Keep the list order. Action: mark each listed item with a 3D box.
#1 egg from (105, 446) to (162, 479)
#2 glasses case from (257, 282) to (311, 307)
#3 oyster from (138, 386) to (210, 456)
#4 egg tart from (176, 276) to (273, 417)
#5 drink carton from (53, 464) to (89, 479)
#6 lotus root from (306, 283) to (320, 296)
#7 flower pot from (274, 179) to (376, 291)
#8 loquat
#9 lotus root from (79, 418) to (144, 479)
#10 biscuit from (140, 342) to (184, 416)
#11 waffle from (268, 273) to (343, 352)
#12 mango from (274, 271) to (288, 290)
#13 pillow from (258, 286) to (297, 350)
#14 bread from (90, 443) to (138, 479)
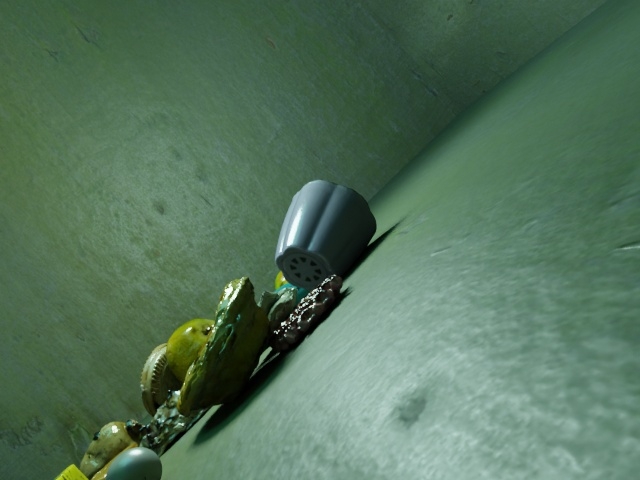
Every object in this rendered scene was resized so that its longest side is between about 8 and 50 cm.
[{"bbox_3d":[-0.381,0.480,1.401,0.135,0.103,0.103,-43,2,26],"label":"egg"},{"bbox_3d":[-0.158,0.215,2.047,0.117,0.070,0.301,-20,9,40],"label":"glasses case"},{"bbox_3d":[-0.352,0.427,1.877,0.396,0.111,0.204,-47,-1,-1],"label":"oyster"},{"bbox_3d":[-0.212,0.257,1.592,0.352,0.150,0.352,-155,90,-86],"label":"egg tart"},{"bbox_3d":[-0.650,0.691,1.561,0.351,0.154,0.111,-43,2,5],"label":"drink carton"},{"bbox_3d":[-0.006,0.143,1.815,0.083,0.037,0.030,-44,6,-7],"label":"lotus root"},{"bbox_3d":[0.000,0.000,1.938,0.265,0.265,0.243,-41,14,45],"label":"flower pot"},{"bbox_3d":[-0.360,0.353,2.069,0.213,0.213,0.246,-47,-17,-51],"label":"loquat"},{"bbox_3d":[-0.629,0.642,2.078,0.257,0.154,0.140,-48,9,-12],"label":"lotus root"},{"bbox_3d":[-0.469,0.443,2.140,0.079,0.259,0.259,-2,22,23],"label":"biscuit"},{"bbox_3d":[-0.030,0.169,1.608,0.234,0.055,0.221,-50,4,-19],"label":"waffle"},{"bbox_3d":[-0.100,0.148,2.487,0.125,0.111,0.233,-29,-8,10],"label":"mango"},{"bbox_3d":[-0.123,0.207,1.749,0.134,0.077,0.181,-21,-42,-64],"label":"pillow"},{"bbox_3d":[-0.570,0.649,1.906,0.116,0.077,0.200,-44,0,18],"label":"bread"}]
